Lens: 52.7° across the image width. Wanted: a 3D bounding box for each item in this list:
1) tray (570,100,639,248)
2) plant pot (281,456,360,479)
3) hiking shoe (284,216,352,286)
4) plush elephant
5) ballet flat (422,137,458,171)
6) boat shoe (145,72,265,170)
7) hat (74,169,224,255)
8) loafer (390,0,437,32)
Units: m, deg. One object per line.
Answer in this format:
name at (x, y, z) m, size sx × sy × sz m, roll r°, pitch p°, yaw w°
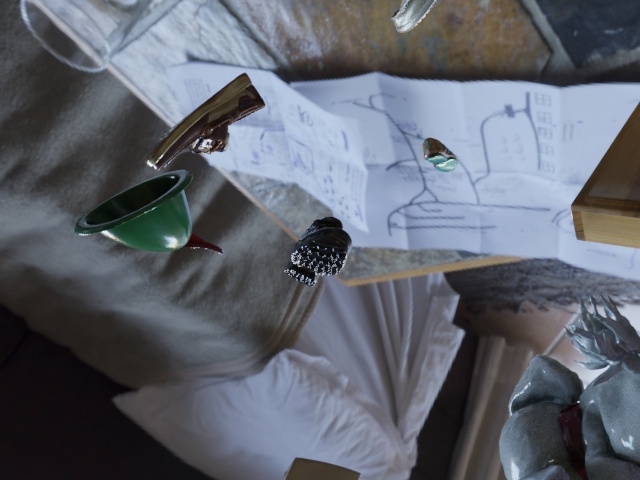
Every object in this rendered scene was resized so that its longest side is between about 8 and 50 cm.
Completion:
tray at (0.561, -0.143, 0.975) m, size 0.202 × 0.411 × 0.076 m, roll 11°, pitch 138°, yaw 43°
plant pot at (-0.017, 0.380, 0.945) m, size 0.096 × 0.109 × 0.109 m, roll 27°, pitch 142°, yaw 4°
hiking shoe at (0.000, 0.000, 1.080) m, size 0.086 × 0.114 × 0.227 m, roll 26°, pitch 159°, yaw -11°
plush elephant at (0.308, 0.235, 0.677) m, size 0.330 × 0.272 × 0.255 m, roll 43°, pitch 134°, yaw 0°
ballet flat at (0.326, -0.237, 1.755) m, size 0.073 × 0.067 × 0.206 m, roll -19°, pitch 167°, yaw 19°
boat shoe at (-0.267, -0.264, 1.564) m, size 0.123 × 0.342 × 0.123 m, roll 52°, pitch 153°, yaw -16°
hat at (-0.226, 0.011, 0.960) m, size 0.173 × 0.208 × 0.184 m, roll 13°, pitch 131°, yaw 54°
loafer at (0.204, -0.498, 1.204) m, size 0.092 × 0.102 × 0.268 m, roll 41°, pitch 146°, yaw -4°
